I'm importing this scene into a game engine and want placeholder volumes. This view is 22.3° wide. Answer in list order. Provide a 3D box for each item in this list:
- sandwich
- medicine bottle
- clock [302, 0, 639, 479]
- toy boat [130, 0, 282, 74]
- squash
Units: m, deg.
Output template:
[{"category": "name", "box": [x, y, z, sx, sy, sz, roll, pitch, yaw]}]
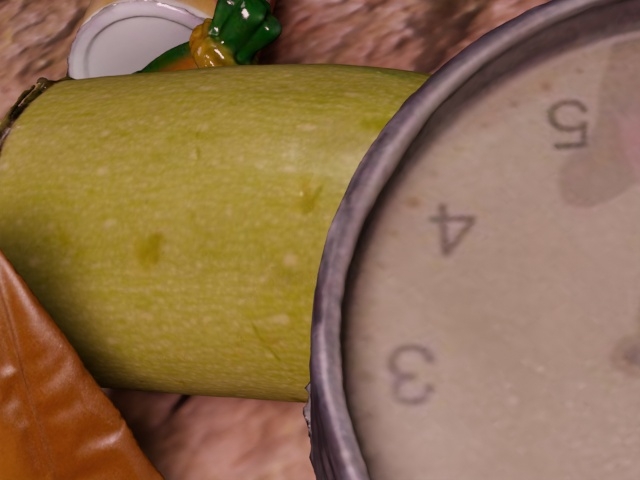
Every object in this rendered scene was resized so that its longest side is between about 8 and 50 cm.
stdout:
[{"category": "sandwich", "box": [-0.136, 0.078, 0.562, 0.079, 0.163, 0.113, 14, 51, 43]}, {"category": "medicine bottle", "box": [-0.050, -0.215, 0.954, 0.108, 0.108, 0.426, -11, 39, 20]}, {"category": "clock", "box": [0.133, 0.035, 0.449, 0.281, 0.055, 0.280, -2, 55, 3]}, {"category": "toy boat", "box": [-0.116, -0.040, 0.764, 0.229, 0.088, 0.089, -25, 43, 4]}, {"category": "squash", "box": [0.000, 0.000, 0.614, 0.247, 0.132, 0.132, 2, 43, 29]}]
